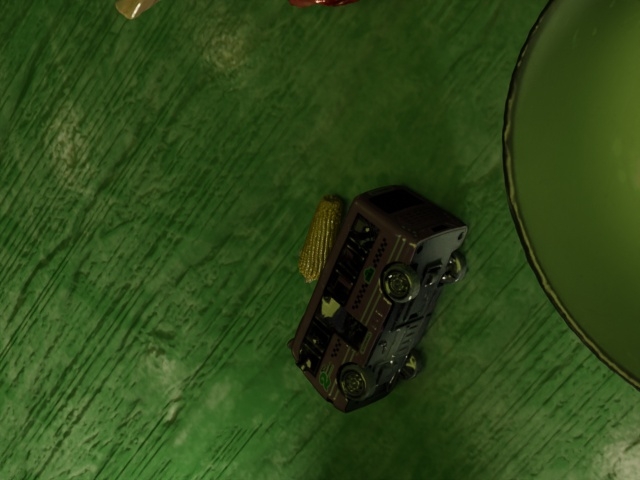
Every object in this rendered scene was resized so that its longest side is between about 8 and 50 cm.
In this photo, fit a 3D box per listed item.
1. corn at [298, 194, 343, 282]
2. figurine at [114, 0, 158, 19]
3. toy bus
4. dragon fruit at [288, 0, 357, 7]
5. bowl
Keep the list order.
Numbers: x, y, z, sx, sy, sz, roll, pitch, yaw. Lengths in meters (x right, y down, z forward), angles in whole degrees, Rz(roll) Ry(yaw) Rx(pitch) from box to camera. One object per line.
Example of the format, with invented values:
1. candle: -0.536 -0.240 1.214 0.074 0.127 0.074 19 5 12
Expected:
1. corn: 0.000 0.000 1.688 0.028 0.027 0.083 54 134 52
2. figurine: -0.180 -0.306 1.646 0.237 0.141 0.162 53 132 10
3. toy bus: 0.045 0.048 1.635 0.098 0.087 0.178 36 119 24
4. dragon fruit: 0.015 -0.290 1.505 0.189 0.163 0.261 5 114 11
5. bowl: 0.319 -0.060 1.334 0.354 0.185 0.354 12 112 33
